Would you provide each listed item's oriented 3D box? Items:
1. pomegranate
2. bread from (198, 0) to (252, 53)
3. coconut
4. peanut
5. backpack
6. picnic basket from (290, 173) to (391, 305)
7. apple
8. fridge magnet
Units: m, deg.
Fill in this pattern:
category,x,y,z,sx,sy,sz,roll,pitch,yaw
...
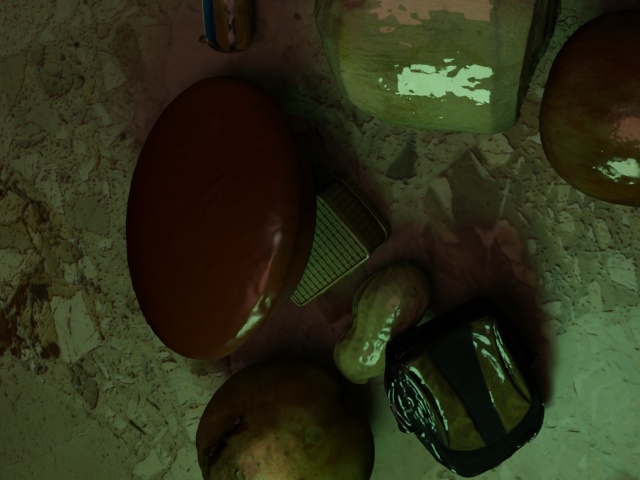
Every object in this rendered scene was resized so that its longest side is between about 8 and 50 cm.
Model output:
category,x,y,z,sx,sy,sz,roll,pitch,yaw
pomegranate,-0.049,0.296,1.640,0.260,0.260,0.260,11,120,20
bread,-0.117,-0.291,1.469,0.072,0.053,0.106,20,123,43
coconut,0.120,-0.263,1.227,0.254,0.297,0.297,17,122,16
peanut,0.078,0.114,1.565,0.098,0.090,0.214,34,125,13
backpack,0.195,0.200,1.518,0.206,0.133,0.258,-28,114,1
picnic basket,0.000,0.000,1.548,0.115,0.079,0.164,49,126,-5
apple,0.338,-0.140,1.231,0.187,0.211,0.211,15,122,28
fridge magnet,-0.133,-0.028,1.482,0.363,0.155,0.364,-13,73,49
